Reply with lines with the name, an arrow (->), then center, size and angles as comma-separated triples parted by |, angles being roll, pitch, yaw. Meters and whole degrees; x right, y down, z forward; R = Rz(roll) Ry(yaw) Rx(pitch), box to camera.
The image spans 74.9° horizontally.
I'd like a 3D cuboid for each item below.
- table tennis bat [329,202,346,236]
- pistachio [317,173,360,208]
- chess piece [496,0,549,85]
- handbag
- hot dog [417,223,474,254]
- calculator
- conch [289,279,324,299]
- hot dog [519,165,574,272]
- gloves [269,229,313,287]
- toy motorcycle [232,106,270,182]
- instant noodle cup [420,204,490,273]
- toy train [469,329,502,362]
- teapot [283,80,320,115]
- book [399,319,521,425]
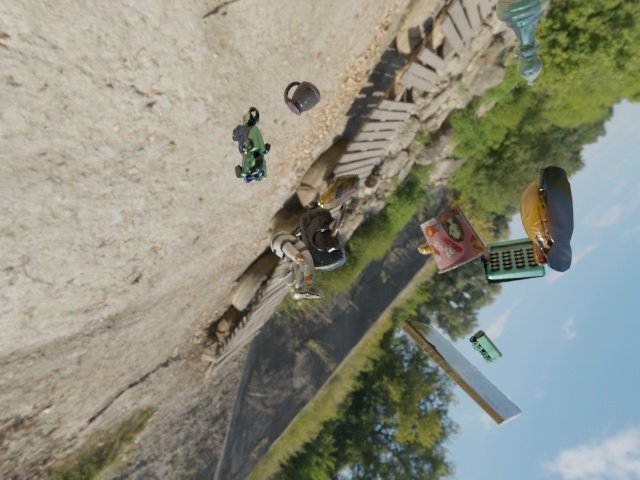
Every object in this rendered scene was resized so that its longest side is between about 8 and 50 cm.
table tennis bat -> 0.004, -0.075, 1.276 | 0.170, 0.118, 0.108 | 131, -20, -78
pistachio -> 0.067, -0.169, 1.398 | 0.172, 0.090, 0.049 | -36, -154, -11
chess piece -> 0.611, -0.591, 1.241 | 0.139, 0.139, 0.272 | -43, 127, -20
handbag -> 0.000, 0.000, 1.725 | 0.181, 0.255, 0.181 | -15, 168, 7
hot dog -> 0.599, -0.005, 1.985 | 0.288, 0.068, 0.083 | -23, -161, -4
calculator -> 0.833, 0.079, 1.825 | 0.248, 0.058, 0.274 | -11, -152, 26
conch -> -0.065, 0.264, 2.136 | 0.130, 0.207, 0.155 | -62, -156, 10
hot dog -> 0.695, -0.065, 1.320 | 0.193, 0.327, 0.107 | -2, -175, -29
gloves -> -0.090, 0.065, 1.466 | 0.131, 0.218, 0.140 | -19, 144, -50
toy motorcycle -> -0.318, -0.420, 1.865 | 0.125, 0.332, 0.196 | 3, 162, -37
instant noodle cup -> 0.573, -0.009, 1.822 | 0.242, 0.232, 0.243 | -26, 173, -3
toy train -> 0.629, 0.408, 1.600 | 0.070, 0.148, 0.038 | -39, -163, 13
teapot -> -0.090, -0.641, 1.871 | 0.146, 0.148, 0.116 | -48, -162, -7
book -> 0.346, 0.316, 1.039 | 0.021, 0.310, 0.216 | -53, 144, 11
